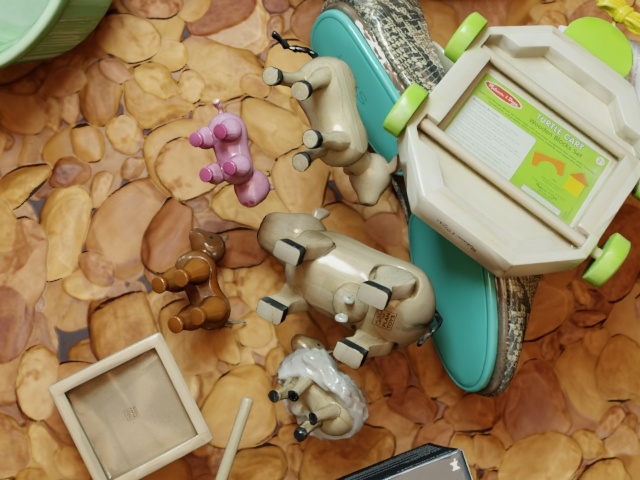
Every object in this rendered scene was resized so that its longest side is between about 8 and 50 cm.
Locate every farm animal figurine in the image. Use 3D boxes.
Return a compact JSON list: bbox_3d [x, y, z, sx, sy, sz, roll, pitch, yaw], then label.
[{"bbox_3d":[0.000,0.000,1.061,0.327,0.172,0.330,43,117,14],"label":"farm animal figurine"}]

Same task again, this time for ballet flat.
[{"bbox_3d":[0.154,-0.076,1.124,0.182,0.164,0.483,-16,77,-30],"label":"ballet flat"}]

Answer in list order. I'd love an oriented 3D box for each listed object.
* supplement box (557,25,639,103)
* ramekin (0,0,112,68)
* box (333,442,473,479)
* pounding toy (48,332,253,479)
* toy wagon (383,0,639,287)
[{"bbox_3d":[0.359,-0.157,1.158,0.220,0.111,0.114,11,78,-1],"label":"supplement box"},{"bbox_3d":[-0.363,-0.330,1.090,0.303,0.148,0.304,3,100,17],"label":"ramekin"},{"bbox_3d":[0.025,0.299,1.015,0.261,0.184,0.103,-20,80,-6],"label":"box"},{"bbox_3d":[-0.161,0.206,1.077,0.181,0.094,0.206,-27,90,-12],"label":"pounding toy"},{"bbox_3d":[0.236,-0.121,1.033,0.267,0.068,0.344,38,64,3],"label":"toy wagon"}]
